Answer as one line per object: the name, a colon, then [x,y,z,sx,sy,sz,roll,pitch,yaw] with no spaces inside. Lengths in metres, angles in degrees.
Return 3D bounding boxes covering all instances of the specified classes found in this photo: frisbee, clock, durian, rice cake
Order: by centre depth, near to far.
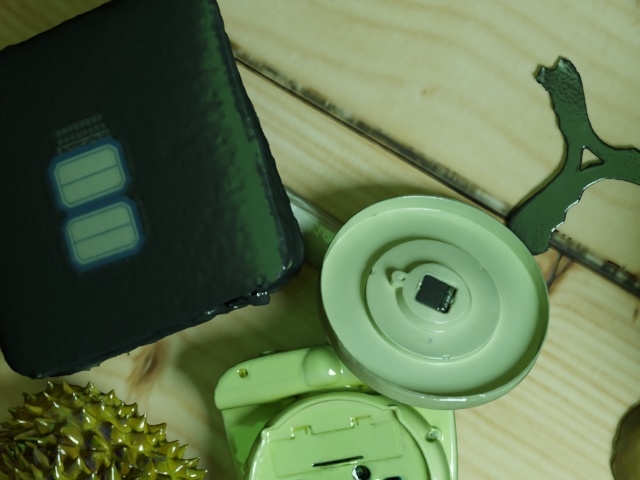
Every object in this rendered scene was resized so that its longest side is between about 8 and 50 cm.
clock: [0.112,0.058,1.676,0.235,0.029,0.235,5,56,-8]
clock: [0.030,0.252,1.706,0.235,0.096,0.308,-11,85,7]
durian: [-0.221,0.254,1.707,0.260,0.186,0.154,22,117,-4]
frisbee: [0.273,-0.098,1.736,0.211,0.012,0.187,-17,83,7]
rice cake: [0.000,0.000,1.750,0.256,0.052,0.057,33,95,10]

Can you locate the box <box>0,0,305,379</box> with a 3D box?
box: [-0.212,-0.061,1.742,0.359,0.091,0.350,-21,82,19]

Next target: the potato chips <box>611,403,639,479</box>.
potato chips: [0.378,0.241,1.677,0.150,0.049,0.202,-31,76,0]
